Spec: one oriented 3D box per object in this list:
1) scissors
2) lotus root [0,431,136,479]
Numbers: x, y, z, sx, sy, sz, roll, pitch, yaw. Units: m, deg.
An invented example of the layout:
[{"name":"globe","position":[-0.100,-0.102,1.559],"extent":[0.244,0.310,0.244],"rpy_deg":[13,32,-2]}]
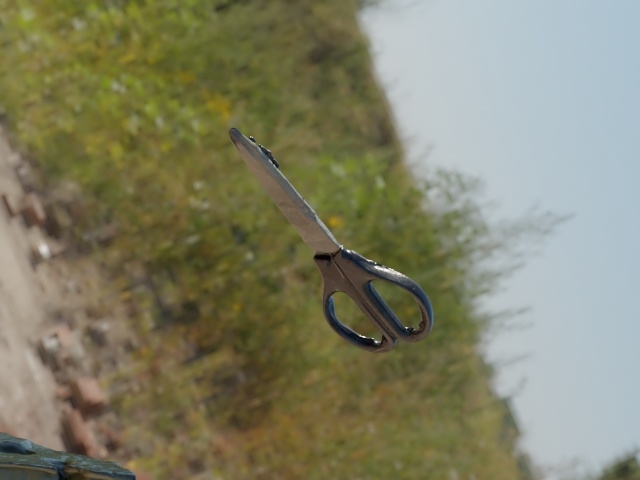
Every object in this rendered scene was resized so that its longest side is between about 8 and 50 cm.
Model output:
[{"name":"scissors","position":[0.000,0.000,1.648],"extent":[0.300,0.109,0.022],"rpy_deg":[52,36,-28]},{"name":"lotus root","position":[-0.260,0.207,1.285],"extent":[0.138,0.235,0.119],"rpy_deg":[-159,-103,-84]}]
